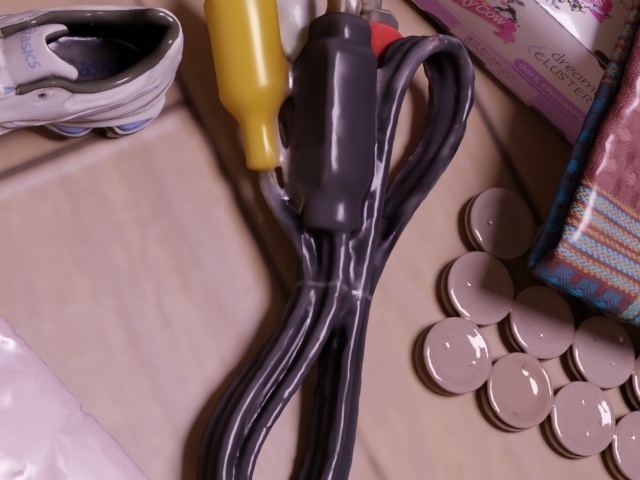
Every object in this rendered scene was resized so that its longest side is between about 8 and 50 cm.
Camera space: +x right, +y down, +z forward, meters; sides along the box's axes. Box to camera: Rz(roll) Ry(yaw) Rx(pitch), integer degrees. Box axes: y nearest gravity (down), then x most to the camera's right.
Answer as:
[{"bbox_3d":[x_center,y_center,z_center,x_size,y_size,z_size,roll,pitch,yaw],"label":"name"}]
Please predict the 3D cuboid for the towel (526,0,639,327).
[{"bbox_3d":[0.299,-0.039,0.747,0.370,0.040,0.271,23,87,-26],"label":"towel"}]

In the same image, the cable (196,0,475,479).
[{"bbox_3d":[0.000,0.000,0.678,0.139,0.072,0.287,10,83,-39],"label":"cable"}]

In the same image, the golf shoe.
[{"bbox_3d":[-0.139,-0.070,0.601,0.176,0.086,0.069,-17,84,-26],"label":"golf shoe"}]

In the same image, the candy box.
[{"bbox_3d":[0.146,-0.165,0.766,0.165,0.070,0.196,41,63,-9],"label":"candy box"}]

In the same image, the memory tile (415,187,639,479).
[{"bbox_3d":[0.122,0.048,0.727,0.148,0.012,0.113,27,66,-16],"label":"memory tile"}]

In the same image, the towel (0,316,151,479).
[{"bbox_3d":[-0.160,0.201,0.506,0.317,0.053,0.332,49,51,-4],"label":"towel"}]
